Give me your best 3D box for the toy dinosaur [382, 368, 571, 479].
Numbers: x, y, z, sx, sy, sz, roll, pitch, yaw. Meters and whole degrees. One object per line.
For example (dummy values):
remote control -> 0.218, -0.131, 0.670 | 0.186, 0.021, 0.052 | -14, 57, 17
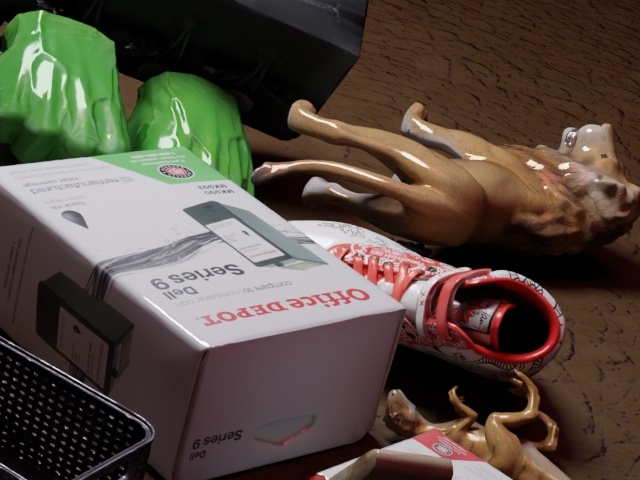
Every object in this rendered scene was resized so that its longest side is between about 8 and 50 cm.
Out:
toy dinosaur -> 0.150, 0.168, 1.369 | 0.211, 0.064, 0.112 | 23, 51, 24

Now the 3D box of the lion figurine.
lion figurine -> 0.132, -0.045, 1.681 | 0.240, 0.142, 0.392 | 26, 24, 29

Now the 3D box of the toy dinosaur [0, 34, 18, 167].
toy dinosaur -> -0.341, -0.105, 1.585 | 0.121, 0.160, 0.313 | -7, -3, 33

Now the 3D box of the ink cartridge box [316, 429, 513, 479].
ink cartridge box -> 0.068, 0.194, 1.244 | 0.099, 0.056, 0.135 | 32, 29, 34

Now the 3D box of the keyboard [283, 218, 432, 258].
keyboard -> 0.000, 0.000, 1.601 | 0.180, 0.023, 0.108 | 11, -12, -20

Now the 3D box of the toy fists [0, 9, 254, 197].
toy fists -> -0.178, -0.093, 1.598 | 0.279, 0.096, 0.142 | 24, 41, -36

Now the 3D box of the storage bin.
storage bin -> -0.214, 0.140, 1.165 | 0.180, 0.084, 0.122 | 27, 26, 23

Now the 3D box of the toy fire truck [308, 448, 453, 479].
toy fire truck -> -0.041, 0.185, 0.968 | 0.217, 0.246, 0.158 | 1, 27, -29

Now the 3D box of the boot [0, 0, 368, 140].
boot -> -0.220, -0.207, 1.741 | 0.445, 0.146, 0.367 | 14, -18, -22

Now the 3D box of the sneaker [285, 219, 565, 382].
sneaker -> 0.071, 0.040, 1.448 | 0.270, 0.090, 0.145 | 22, -10, -4

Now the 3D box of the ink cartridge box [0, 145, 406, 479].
ink cartridge box -> -0.108, 0.047, 1.377 | 0.211, 0.121, 0.289 | -10, 34, -43
